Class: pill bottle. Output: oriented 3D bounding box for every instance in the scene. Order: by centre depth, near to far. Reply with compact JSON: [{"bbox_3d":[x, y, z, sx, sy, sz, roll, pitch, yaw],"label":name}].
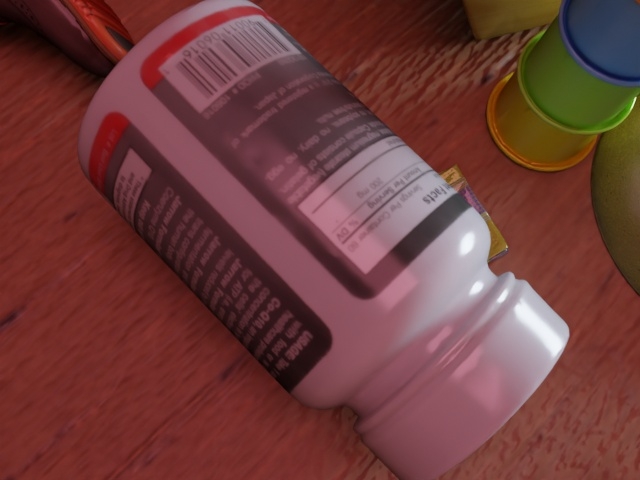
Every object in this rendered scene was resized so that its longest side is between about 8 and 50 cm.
[{"bbox_3d":[0.000,0.000,0.414,0.161,0.161,0.283,-42,81,-15],"label":"pill bottle"}]

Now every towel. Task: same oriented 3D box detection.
[{"bbox_3d":[0.102,-0.013,0.505,0.060,0.009,0.083,-26,77,-11],"label":"towel"}]

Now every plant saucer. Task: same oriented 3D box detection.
[{"bbox_3d":[0.338,-0.035,0.517,0.240,0.037,0.241,1,74,-4],"label":"plant saucer"}]

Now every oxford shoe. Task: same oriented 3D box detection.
[{"bbox_3d":[-0.252,-0.194,0.501,0.271,0.097,0.098,39,94,12],"label":"oxford shoe"}]

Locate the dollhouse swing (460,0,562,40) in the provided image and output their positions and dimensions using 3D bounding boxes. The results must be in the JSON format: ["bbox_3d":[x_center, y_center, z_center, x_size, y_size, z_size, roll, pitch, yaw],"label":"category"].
[{"bbox_3d":[0.170,-0.374,0.436,0.315,0.305,0.347,-15,83,-4],"label":"dollhouse swing"}]

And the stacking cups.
[{"bbox_3d":[0.189,-0.141,0.392,0.095,0.316,0.096,1,75,-3],"label":"stacking cups"}]
